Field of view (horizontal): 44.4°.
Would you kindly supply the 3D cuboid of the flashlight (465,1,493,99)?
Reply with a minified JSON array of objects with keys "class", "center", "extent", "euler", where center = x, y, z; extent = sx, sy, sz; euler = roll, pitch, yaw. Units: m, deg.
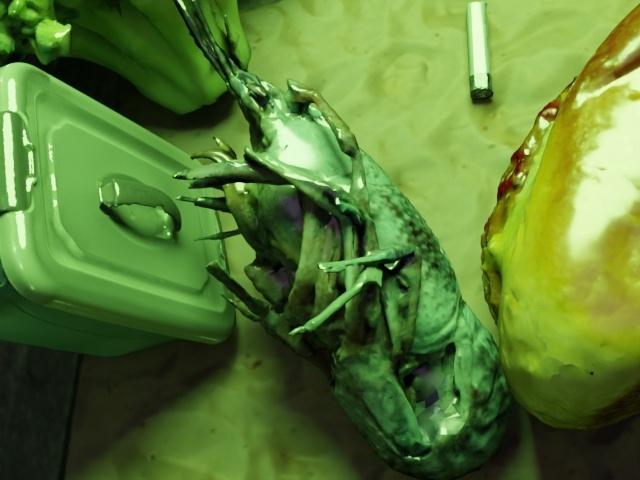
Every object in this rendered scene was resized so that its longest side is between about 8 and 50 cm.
[{"class":"flashlight","center":[0.130,-0.156,0.645],"extent":[0.018,0.018,0.083],"euler":[-3,70,10]}]

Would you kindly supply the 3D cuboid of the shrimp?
[{"class":"shrimp","center":[0.002,0.001,0.498],"extent":[0.137,0.172,0.372],"euler":[-44,97,-10]}]

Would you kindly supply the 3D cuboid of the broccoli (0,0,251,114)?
[{"class":"broccoli","center":[-0.176,-0.249,0.616],"extent":[0.334,0.272,0.324],"euler":[-29,61,13]}]

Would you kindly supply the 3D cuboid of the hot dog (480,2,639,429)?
[{"class":"hot dog","center":[0.277,-0.050,0.482],"extent":[0.405,0.185,0.223],"euler":[-23,68,5]}]

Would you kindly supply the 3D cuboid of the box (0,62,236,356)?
[{"class":"box","center":[-0.163,-0.004,0.555],"extent":[0.130,0.227,0.162],"euler":[-22,67,20]}]
